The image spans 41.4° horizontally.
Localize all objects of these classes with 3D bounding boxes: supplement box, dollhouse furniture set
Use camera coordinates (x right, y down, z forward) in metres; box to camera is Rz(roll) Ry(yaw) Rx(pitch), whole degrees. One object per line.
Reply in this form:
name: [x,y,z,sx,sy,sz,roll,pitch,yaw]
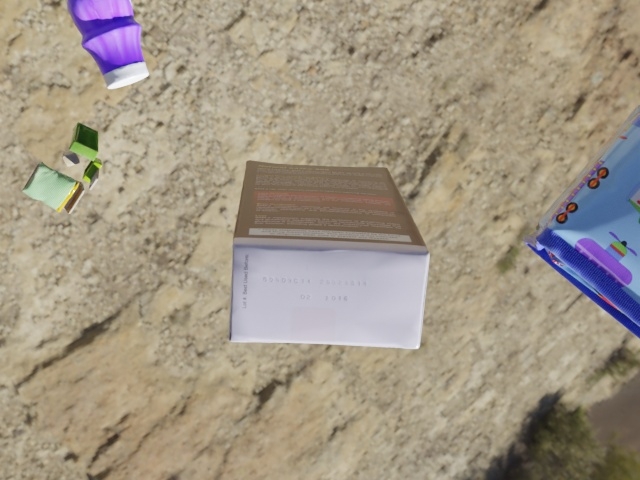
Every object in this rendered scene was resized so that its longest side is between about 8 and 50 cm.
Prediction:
supplement box: [0.000,0.000,0.654,0.130,0.239,0.073,3,109,-3]
dollhouse furniture set: [-0.364,-0.091,1.212,0.076,0.059,0.152,27,118,-28]

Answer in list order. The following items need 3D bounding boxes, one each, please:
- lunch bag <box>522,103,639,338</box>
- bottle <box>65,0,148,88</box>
lunch bag: [0.328,0.010,0.586,0.221,0.293,0.138,-50,172,6]
bottle: [-0.335,-0.369,1.255,0.092,0.118,0.283,-21,97,-12]
